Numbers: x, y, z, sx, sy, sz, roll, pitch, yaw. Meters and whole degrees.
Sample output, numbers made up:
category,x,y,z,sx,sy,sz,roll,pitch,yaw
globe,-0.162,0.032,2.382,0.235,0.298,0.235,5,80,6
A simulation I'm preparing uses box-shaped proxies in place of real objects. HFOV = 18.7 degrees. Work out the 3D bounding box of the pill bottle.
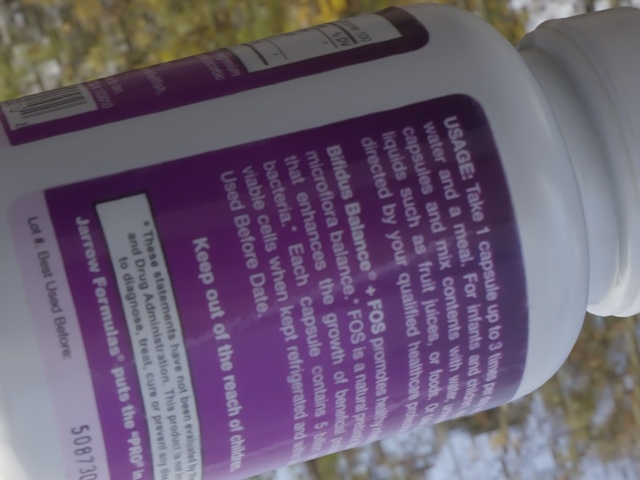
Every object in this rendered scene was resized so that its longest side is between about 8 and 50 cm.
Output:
category,x,y,z,sx,sy,sz,roll,pitch,yaw
pill bottle,0.000,0.000,0.776,0.302,0.169,0.169,-14,-169,-12
